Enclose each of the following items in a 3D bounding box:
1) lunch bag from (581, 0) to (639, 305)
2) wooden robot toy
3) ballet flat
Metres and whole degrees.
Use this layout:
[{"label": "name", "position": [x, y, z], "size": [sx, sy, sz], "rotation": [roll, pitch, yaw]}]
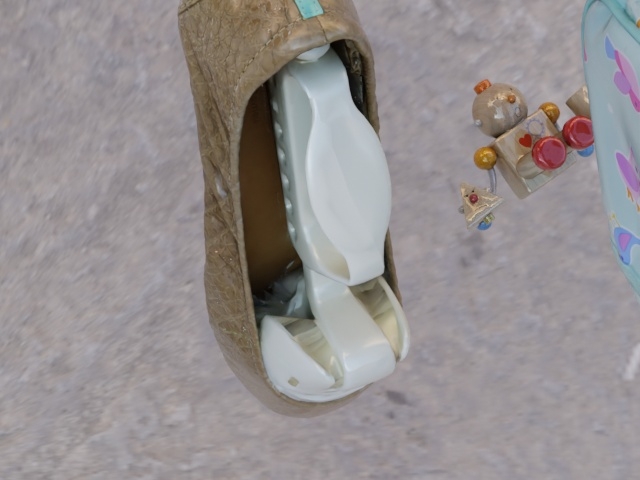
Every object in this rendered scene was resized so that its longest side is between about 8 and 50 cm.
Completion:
[{"label": "lunch bag", "position": [0.214, 0.010, 0.695], "size": [0.107, 0.279, 0.224], "rotation": [-18, 126, -6]}, {"label": "wooden robot toy", "position": [0.134, -0.078, 1.002], "size": [0.173, 0.076, 0.079], "rotation": [-35, 82, -21]}, {"label": "ballet flat", "position": [0.000, 0.000, 0.849], "size": [0.116, 0.124, 0.342], "rotation": [-19, 131, -18]}]
